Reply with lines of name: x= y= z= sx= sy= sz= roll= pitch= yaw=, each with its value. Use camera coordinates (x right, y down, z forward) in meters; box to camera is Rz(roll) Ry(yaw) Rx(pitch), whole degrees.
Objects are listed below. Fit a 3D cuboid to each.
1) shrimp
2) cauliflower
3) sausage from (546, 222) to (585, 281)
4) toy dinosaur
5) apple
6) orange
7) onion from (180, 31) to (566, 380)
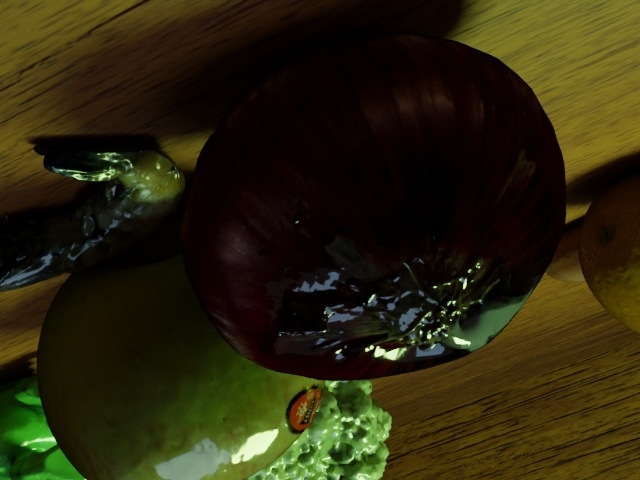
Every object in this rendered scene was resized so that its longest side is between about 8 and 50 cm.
shrimp: x=-0.226 y=-0.014 z=1.033 sx=0.262 sy=0.051 sz=0.198 roll=-19 pitch=159 yaw=-7
cauliflower: x=-0.068 y=0.131 z=1.401 sx=0.260 sy=0.281 sz=0.327 roll=-29 pitch=131 yaw=30
sausage: x=0.358 y=-0.001 z=1.727 sx=0.194 sy=0.077 sz=0.077 roll=-28 pitch=163 yaw=36
toy dinosaur: x=-0.398 y=0.223 z=1.641 sx=0.500 sy=0.144 sz=0.374 roll=-10 pitch=176 yaw=-16
apple: x=-0.113 y=0.090 z=1.158 sx=0.261 sy=0.194 sz=0.261 roll=-16 pitch=-157 yaw=7
orange: x=0.382 y=0.011 z=1.563 sx=0.206 sy=0.206 sz=0.206 roll=-17 pitch=166 yaw=-4
onion: x=0.028 y=-0.035 z=0.996 sx=0.273 sy=0.285 sz=0.273 roll=-9 pitch=126 yaw=-13
